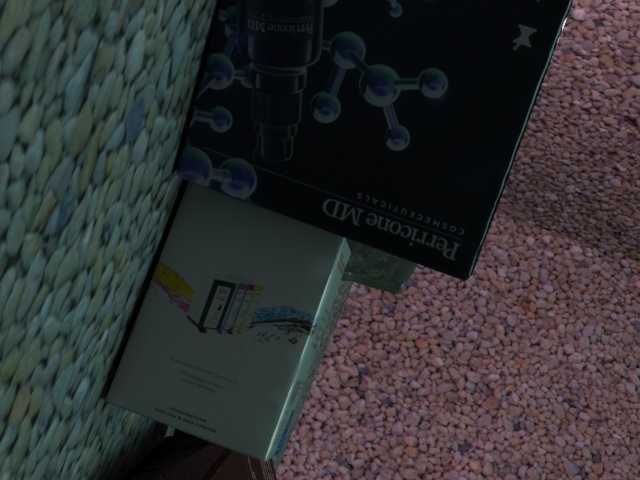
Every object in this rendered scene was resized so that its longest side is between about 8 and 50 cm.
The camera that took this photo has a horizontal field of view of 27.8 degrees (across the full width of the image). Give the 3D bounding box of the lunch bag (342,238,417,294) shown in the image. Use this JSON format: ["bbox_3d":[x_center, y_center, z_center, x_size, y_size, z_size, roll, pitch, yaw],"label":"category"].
[{"bbox_3d":[0.048,-0.125,1.518,0.235,0.169,0.287,-58,-146,30],"label":"lunch bag"}]

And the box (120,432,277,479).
[{"bbox_3d":[-0.142,0.345,1.467,0.381,0.143,0.191,-32,110,-82],"label":"box"}]

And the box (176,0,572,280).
[{"bbox_3d":[0.074,-0.213,1.195,0.212,0.294,0.395,-55,163,-67],"label":"box"}]

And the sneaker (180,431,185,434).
[{"bbox_3d":[-0.154,0.281,1.754,0.097,0.084,0.234,58,52,-86],"label":"sneaker"}]

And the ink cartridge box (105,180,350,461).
[{"bbox_3d":[-0.085,0.082,1.302,0.171,0.168,0.232,71,39,-82],"label":"ink cartridge box"}]
